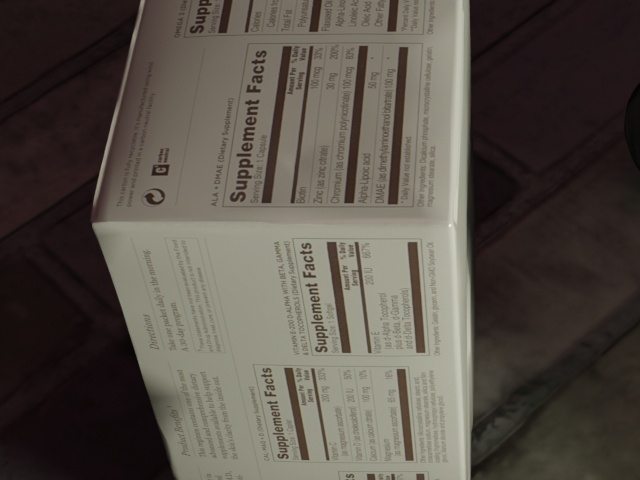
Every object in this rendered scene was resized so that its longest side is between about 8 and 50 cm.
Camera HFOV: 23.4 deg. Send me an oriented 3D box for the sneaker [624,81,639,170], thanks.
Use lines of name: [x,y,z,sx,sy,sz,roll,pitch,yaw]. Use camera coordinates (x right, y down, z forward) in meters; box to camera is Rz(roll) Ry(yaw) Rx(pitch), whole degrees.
sneaker: [0.334,-0.097,0.895,0.331,0.122,0.146,-7,32,3]

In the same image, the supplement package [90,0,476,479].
supplement package: [0.000,0.000,0.745,0.145,0.261,0.204,0,50,7]
